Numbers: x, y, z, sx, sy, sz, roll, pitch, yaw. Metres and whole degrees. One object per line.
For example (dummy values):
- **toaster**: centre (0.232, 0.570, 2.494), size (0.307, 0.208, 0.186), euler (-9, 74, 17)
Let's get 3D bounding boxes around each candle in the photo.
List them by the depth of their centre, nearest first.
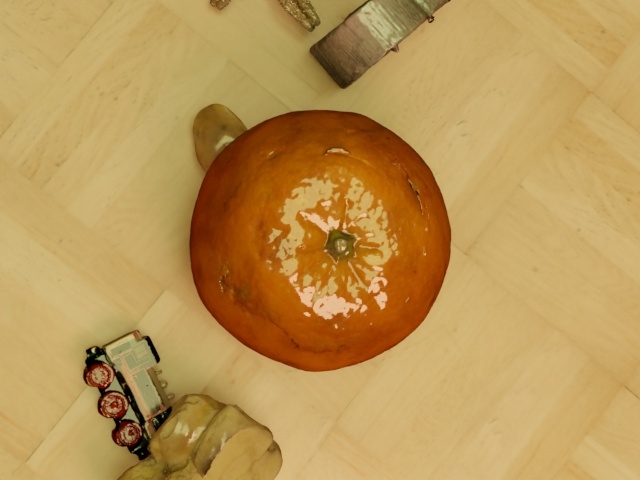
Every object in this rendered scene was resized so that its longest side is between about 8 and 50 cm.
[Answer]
- **candle**: centre (0.062, -0.235, 1.628), size (0.168, 0.192, 0.068), euler (-36, 95, 36)

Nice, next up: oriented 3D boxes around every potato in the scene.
- **potato**: centre (-0.110, -0.112, 1.637), size (0.068, 0.062, 0.083), euler (-21, 70, -27)

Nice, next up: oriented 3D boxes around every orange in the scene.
- **orange**: centre (0.000, 0.000, 1.564), size (0.284, 0.226, 0.284), euler (0, 94, -6)

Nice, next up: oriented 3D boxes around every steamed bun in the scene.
- **steamed bun**: centre (-0.135, 0.251, 1.584), size (0.106, 0.192, 0.177), euler (38, 90, 33)

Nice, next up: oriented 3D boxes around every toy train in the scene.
- **toy train**: centre (-0.208, 0.172, 1.615), size (0.087, 0.050, 0.138), euler (-26, 93, -12)

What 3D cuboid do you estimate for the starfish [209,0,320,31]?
- **starfish**: centre (-0.043, -0.355, 1.657), size (0.227, 0.043, 0.240), euler (-29, 90, -11)
